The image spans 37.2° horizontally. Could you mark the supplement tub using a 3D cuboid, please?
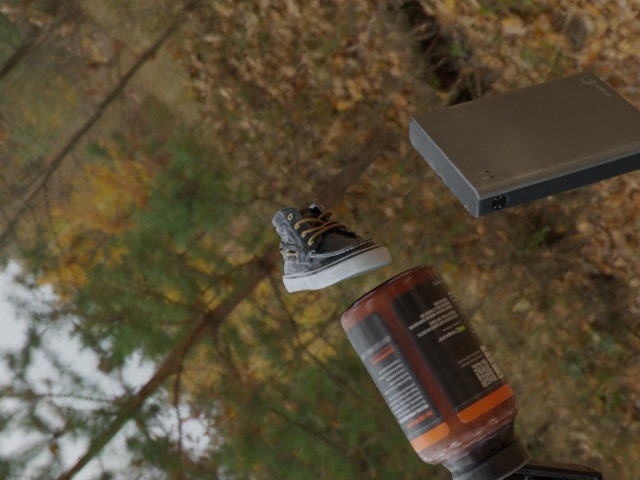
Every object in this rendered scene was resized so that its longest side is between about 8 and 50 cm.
[{"bbox_3d":[0.108,0.128,0.860,0.198,0.106,0.106,60,180,13],"label":"supplement tub"}]

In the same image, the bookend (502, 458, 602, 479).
[{"bbox_3d":[0.206,0.311,1.010,0.157,0.156,0.072,8,174,-1],"label":"bookend"}]

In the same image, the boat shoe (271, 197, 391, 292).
[{"bbox_3d":[0.000,0.000,0.887,0.183,0.065,0.083,-17,90,65],"label":"boat shoe"}]

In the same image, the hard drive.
[{"bbox_3d":[0.137,-0.064,0.603,0.094,0.135,0.022,-122,22,-46],"label":"hard drive"}]
